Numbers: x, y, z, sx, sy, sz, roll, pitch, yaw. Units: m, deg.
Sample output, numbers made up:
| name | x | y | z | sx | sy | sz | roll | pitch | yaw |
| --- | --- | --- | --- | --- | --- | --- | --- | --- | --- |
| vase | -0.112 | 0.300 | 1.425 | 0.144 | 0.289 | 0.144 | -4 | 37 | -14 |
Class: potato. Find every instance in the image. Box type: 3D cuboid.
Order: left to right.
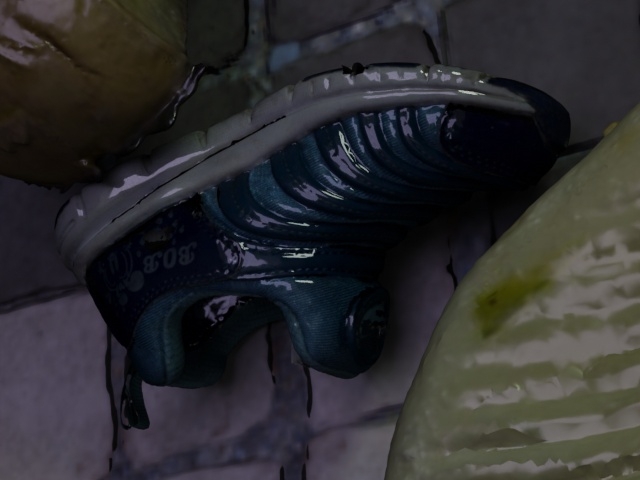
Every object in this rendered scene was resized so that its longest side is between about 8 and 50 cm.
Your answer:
| name | x | y | z | sx | sy | sz | roll | pitch | yaw |
| --- | --- | --- | --- | --- | --- | --- | --- | --- | --- |
| potato | -0.117 | -0.122 | 0.619 | 0.138 | 0.098 | 0.243 | -38 | 32 | 31 |

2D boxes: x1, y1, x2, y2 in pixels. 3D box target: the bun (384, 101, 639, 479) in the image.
| name | x | y | z | sx | sy | sz | roll | pitch | yaw |
| --- | --- | --- | --- | --- | --- | --- | --- | --- | --- |
| bun | 0.150 | 0.067 | 0.412 | 0.259 | 0.160 | 0.259 | -24 | 51 | 33 |

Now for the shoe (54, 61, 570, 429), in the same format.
| name | x | y | z | sx | sy | sz | roll | pitch | yaw |
| --- | --- | --- | --- | --- | --- | --- | --- | --- | --- |
| shoe | 0.000 | 0.000 | 0.562 | 0.207 | 0.091 | 0.106 | -25 | 75 | 21 |
